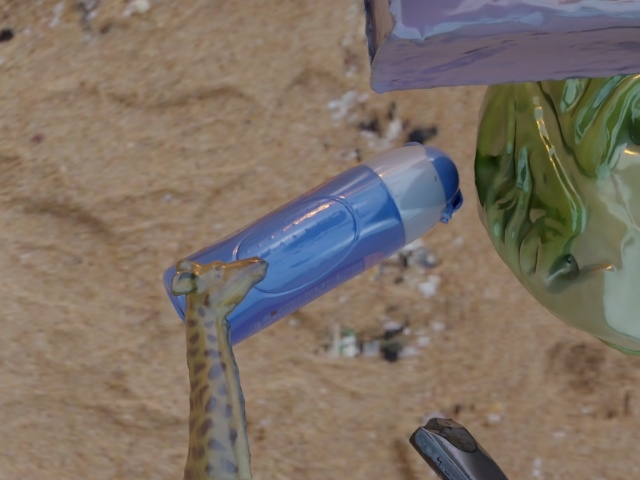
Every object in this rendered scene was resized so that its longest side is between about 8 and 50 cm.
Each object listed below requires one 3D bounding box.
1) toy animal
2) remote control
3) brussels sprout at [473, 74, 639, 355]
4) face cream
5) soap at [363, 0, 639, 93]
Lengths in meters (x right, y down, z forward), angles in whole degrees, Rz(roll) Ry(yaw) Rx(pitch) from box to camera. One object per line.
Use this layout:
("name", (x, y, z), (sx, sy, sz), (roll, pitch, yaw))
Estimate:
("toy animal", (-0.027, 0.139, 0.830), (0.149, 0.054, 0.275), (-41, 65, 15))
("remote control", (0.146, 0.205, 1.152), (0.212, 0.028, 0.059), (45, 26, 20))
("brussels sprout", (0.273, -0.055, 1.309), (0.281, 0.354, 0.289), (24, 120, -15))
("face cream", (0.000, 0.000, 1.352), (0.264, 0.149, 0.083), (-29, 86, -9))
("soap", (0.155, -0.234, 0.828), (0.285, 0.107, 0.296), (-3, 80, -2))
